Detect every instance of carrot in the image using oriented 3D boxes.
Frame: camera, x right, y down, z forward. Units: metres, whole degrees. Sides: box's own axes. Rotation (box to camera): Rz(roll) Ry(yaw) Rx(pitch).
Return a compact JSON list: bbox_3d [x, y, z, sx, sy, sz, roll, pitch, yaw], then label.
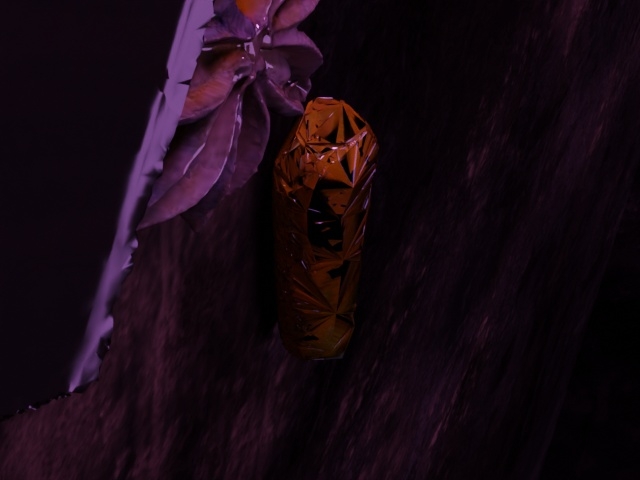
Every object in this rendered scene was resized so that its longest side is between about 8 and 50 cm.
[{"bbox_3d":[0.000,0.001,1.141,0.069,0.069,0.228,-58,162,-35],"label":"carrot"}]

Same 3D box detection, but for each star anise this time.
[{"bbox_3d":[-0.054,-0.084,0.822,0.212,0.073,0.197,-50,153,-43],"label":"star anise"}]

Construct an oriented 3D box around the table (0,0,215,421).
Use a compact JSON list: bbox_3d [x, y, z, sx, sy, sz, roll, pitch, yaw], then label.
[{"bbox_3d":[-0.139,-0.057,0.386,0.193,0.169,0.172,-17,127,-69],"label":"table"}]
